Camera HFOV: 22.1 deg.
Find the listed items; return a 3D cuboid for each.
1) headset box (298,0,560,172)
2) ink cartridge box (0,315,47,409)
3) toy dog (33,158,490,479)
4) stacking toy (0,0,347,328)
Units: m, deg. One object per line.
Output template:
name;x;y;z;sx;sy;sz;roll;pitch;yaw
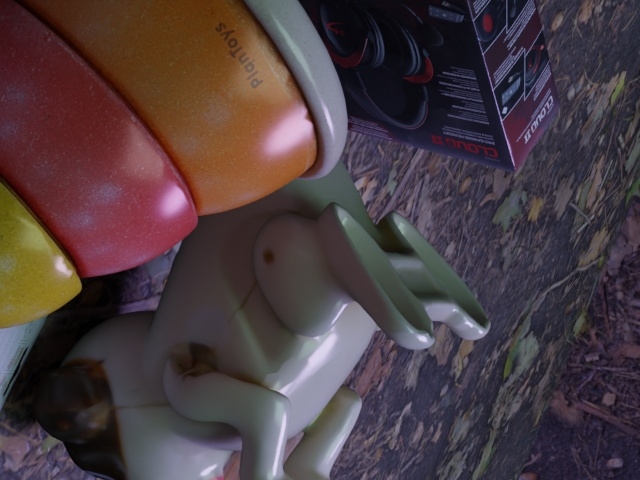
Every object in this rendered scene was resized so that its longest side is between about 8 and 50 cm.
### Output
headset box;0.110;-0.204;1.671;0.110;0.218;0.293;-54;144;-27
ink cartridge box;-0.328;0.116;1.577;0.145;0.045;0.179;-64;175;-2
toy dog;-0.101;0.102;1.673;0.408;0.395;0.284;-42;175;15
stacking toy;-0.249;-0.055;1.262;0.480;0.351;0.350;-43;152;-15
